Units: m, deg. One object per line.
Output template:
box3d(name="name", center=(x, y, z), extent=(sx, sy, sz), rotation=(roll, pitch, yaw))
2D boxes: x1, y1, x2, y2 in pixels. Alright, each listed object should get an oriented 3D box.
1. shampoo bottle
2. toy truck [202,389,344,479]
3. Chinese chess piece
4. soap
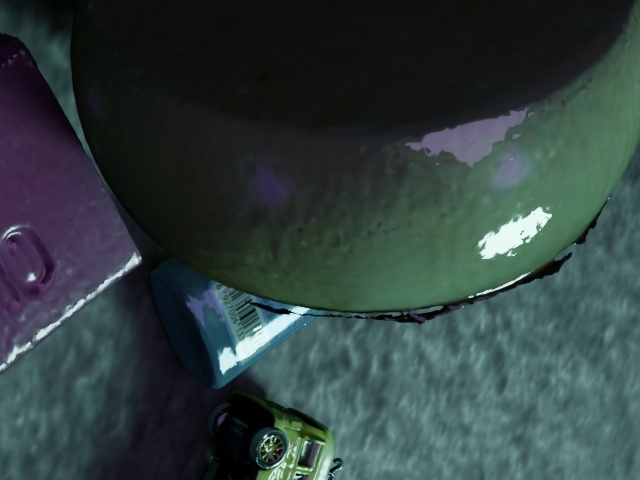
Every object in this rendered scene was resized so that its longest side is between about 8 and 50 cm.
box3d(name="shampoo bottle", center=(0.000, 0.000, 1.183), extent=(0.258, 0.061, 0.104), rotation=(-33, 121, -25))
box3d(name="toy truck", center=(-0.045, 0.203, 1.204), extent=(0.100, 0.077, 0.169), rotation=(16, 93, -37))
box3d(name="Chinese chess piece", center=(0.025, -0.108, 0.986), extent=(0.349, 0.349, 0.146), rotation=(-29, 139, -27))
box3d(name="soap", center=(-0.250, 0.013, 0.980), extent=(0.259, 0.081, 0.181), rotation=(-38, 124, -23))
